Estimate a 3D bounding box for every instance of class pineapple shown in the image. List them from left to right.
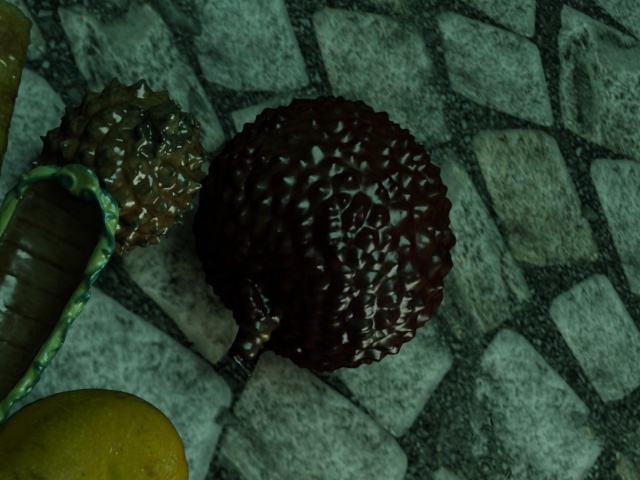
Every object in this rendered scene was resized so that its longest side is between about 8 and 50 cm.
[{"bbox_3d":[-0.180,-0.071,1.674,0.166,0.193,0.166,18,54,-26],"label":"pineapple"}]

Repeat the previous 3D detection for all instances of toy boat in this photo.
[{"bbox_3d":[-0.269,0.070,1.556,0.108,0.099,0.293,26,74,2],"label":"toy boat"}]

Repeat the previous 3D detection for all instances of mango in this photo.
[{"bbox_3d":[-0.227,0.227,1.506,0.295,0.120,0.177,-27,93,-46],"label":"mango"}]

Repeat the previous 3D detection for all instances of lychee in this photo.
[{"bbox_3d":[0.000,0.000,1.747,0.264,0.264,0.300,42,59,-15],"label":"lychee"}]

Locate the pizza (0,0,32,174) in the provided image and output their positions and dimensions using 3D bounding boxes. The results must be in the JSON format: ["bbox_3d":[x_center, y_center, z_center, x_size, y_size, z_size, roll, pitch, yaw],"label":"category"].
[{"bbox_3d":[-0.395,-0.153,1.607,0.258,0.087,0.268,26,49,-24],"label":"pizza"}]
